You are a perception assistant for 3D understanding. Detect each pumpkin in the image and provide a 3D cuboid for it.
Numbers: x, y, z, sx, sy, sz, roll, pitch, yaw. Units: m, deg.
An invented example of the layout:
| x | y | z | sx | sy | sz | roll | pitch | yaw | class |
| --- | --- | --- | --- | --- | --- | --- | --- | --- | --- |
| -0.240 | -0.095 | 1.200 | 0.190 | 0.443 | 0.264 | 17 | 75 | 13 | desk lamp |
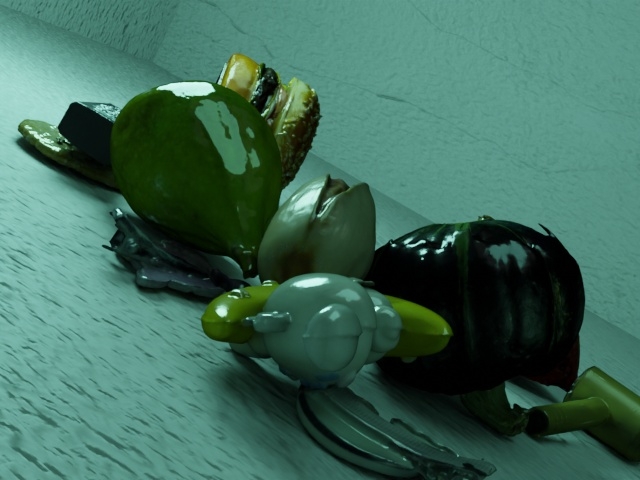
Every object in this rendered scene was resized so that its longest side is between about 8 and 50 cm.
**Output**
| x | y | z | sx | sy | sz | roll | pitch | yaw | class |
| --- | --- | --- | --- | --- | --- | --- | --- | --- | --- |
| 0.188 | 0.109 | 1.145 | 0.295 | 0.296 | 0.296 | 26 | 10 | -5 | pumpkin |

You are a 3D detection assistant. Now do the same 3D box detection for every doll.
| x | y | z | sx | sy | sz | roll | pitch | yaw | class |
| --- | --- | --- | --- | --- | --- | --- | --- | --- | --- |
| -0.001 | 0.087 | 0.874 | 0.237 | 0.111 | 0.252 | 11 | -5 | -44 | doll |

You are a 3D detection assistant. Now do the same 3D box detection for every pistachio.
| x | y | z | sx | sy | sz | roll | pitch | yaw | class |
| --- | --- | --- | --- | --- | --- | --- | --- | --- | --- |
| 0.000 | 0.000 | 1.079 | 0.143 | 0.144 | 0.215 | 27 | 44 | -4 | pistachio |

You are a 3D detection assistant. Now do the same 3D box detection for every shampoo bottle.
| x | y | z | sx | sy | sz | roll | pitch | yaw | class |
| --- | --- | --- | --- | --- | --- | --- | --- | --- | --- |
| -0.326 | -0.174 | 1.430 | 0.098 | 0.071 | 0.309 | 30 | 7 | -5 | shampoo bottle |

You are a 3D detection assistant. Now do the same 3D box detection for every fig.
| x | y | z | sx | sy | sz | roll | pitch | yaw | class |
| --- | --- | --- | --- | --- | --- | --- | --- | --- | --- |
| -0.160 | -0.060 | 1.218 | 0.233 | 0.233 | 0.314 | 14 | 57 | -53 | fig |

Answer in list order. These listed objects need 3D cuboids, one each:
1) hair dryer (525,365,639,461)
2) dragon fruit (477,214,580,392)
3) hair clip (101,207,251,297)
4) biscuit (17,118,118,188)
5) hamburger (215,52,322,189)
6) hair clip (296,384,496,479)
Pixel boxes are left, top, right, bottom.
| x | y | z | sx | sy | sz | roll | pitch | yaw | class |
| --- | --- | --- | --- | --- | --- | --- | --- | --- | --- |
| 0.380 | 0.256 | 1.279 | 0.278 | 0.090 | 0.135 | 6 | 25 | -49 | hair dryer |
| 0.251 | 0.100 | 1.524 | 0.240 | 0.303 | 0.330 | -13 | 11 | -24 | dragon fruit |
| -0.183 | 0.022 | 1.066 | 0.187 | 0.056 | 0.146 | 30 | 4 | -43 | hair clip |
| -0.366 | -0.132 | 1.400 | 0.219 | 0.033 | 0.220 | 29 | 9 | -5 | biscuit |
| -0.127 | -0.215 | 1.771 | 0.225 | 0.291 | 0.291 | 25 | 10 | -10 | hamburger |
| 0.059 | 0.182 | 0.860 | 0.220 | 0.054 | 0.140 | 28 | 14 | 23 | hair clip |
